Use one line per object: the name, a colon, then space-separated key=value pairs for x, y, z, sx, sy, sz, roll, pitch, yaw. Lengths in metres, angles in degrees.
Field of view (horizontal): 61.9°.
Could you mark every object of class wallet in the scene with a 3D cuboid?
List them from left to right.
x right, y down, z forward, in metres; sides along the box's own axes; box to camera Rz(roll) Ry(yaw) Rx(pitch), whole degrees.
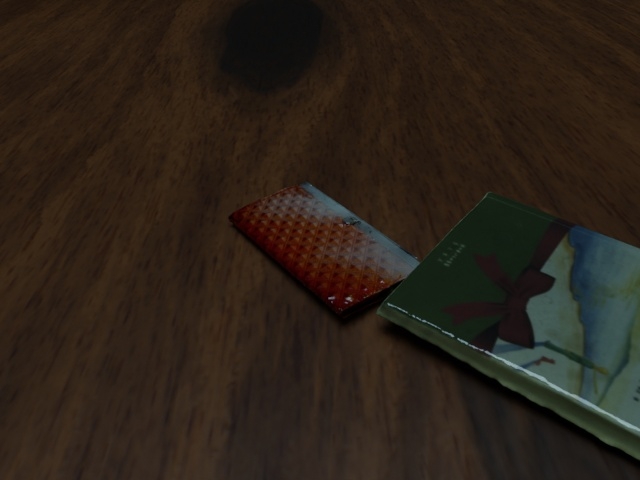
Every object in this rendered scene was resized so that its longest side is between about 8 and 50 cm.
wallet: x=0.000 y=0.000 z=0.518 sx=0.103 sy=0.020 sz=0.196 roll=-25 pitch=42 yaw=-26

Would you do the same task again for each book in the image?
book: x=0.214 y=0.060 z=0.405 sx=0.289 sy=0.026 sz=0.201 roll=25 pitch=44 yaw=29
